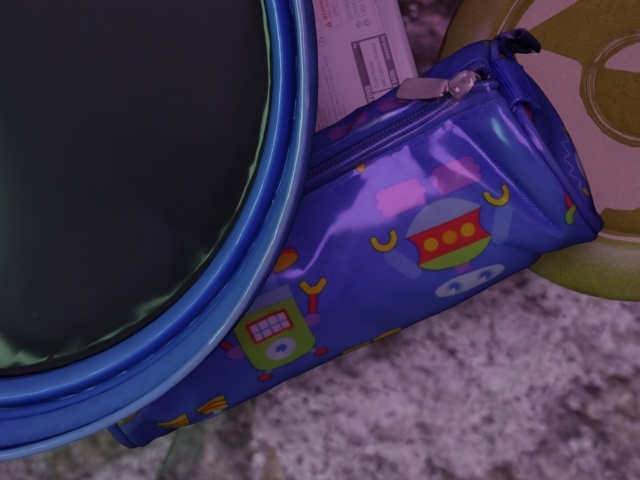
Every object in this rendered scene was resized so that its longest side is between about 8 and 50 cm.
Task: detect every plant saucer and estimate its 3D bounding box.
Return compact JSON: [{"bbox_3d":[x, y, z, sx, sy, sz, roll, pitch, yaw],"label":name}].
[{"bbox_3d":[0.186,-0.086,1.099,0.241,0.037,0.241,0,81,2],"label":"plant saucer"}]

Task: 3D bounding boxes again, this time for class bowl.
[{"bbox_3d":[-0.188,-0.085,0.937,0.391,0.077,0.391,2,100,10],"label":"bowl"}]

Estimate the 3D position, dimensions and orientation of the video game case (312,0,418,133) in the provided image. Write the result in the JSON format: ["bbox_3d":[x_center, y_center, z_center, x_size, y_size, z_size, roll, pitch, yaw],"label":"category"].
[{"bbox_3d":[-0.041,-0.131,1.127,0.173,0.022,0.190,-15,81,0],"label":"video game case"}]

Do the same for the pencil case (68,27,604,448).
[{"bbox_3d":[0.000,0.000,1.029,0.306,0.133,0.119,-26,43,8],"label":"pencil case"}]
